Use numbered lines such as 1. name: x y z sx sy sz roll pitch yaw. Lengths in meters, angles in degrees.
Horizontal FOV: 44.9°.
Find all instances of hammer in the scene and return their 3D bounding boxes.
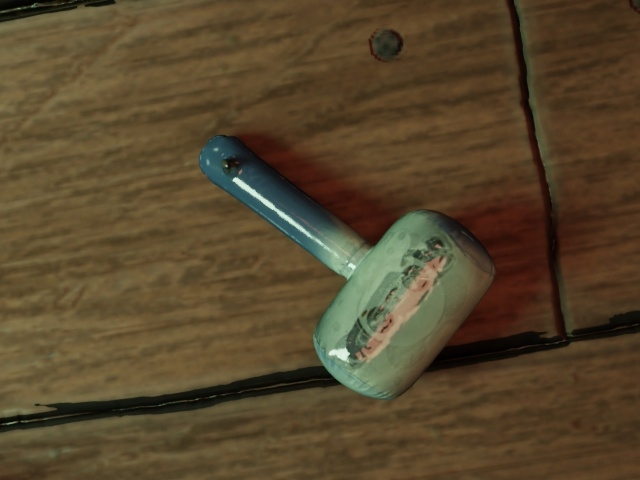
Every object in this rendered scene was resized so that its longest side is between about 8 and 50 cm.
1. hammer: 0.000 0.000 0.468 0.194 0.069 0.116 38 91 11
